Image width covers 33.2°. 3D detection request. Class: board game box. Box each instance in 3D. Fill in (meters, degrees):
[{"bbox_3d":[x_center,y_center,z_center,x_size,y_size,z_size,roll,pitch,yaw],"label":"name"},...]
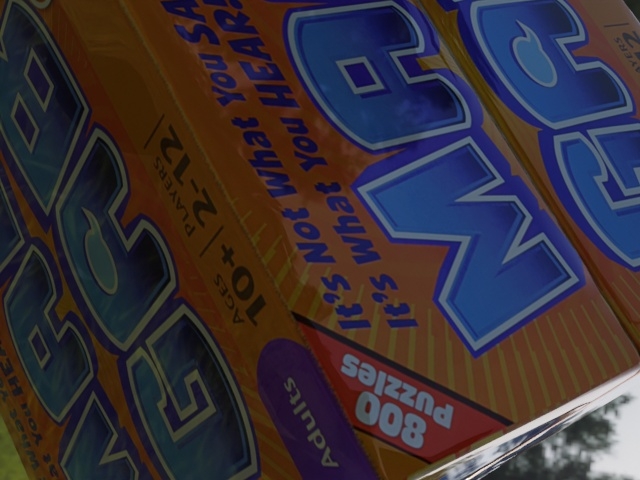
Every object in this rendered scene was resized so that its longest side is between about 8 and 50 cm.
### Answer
[{"bbox_3d":[0.000,0.000,0.702,0.356,0.356,0.356,61,-40,16],"label":"board game box"}]
